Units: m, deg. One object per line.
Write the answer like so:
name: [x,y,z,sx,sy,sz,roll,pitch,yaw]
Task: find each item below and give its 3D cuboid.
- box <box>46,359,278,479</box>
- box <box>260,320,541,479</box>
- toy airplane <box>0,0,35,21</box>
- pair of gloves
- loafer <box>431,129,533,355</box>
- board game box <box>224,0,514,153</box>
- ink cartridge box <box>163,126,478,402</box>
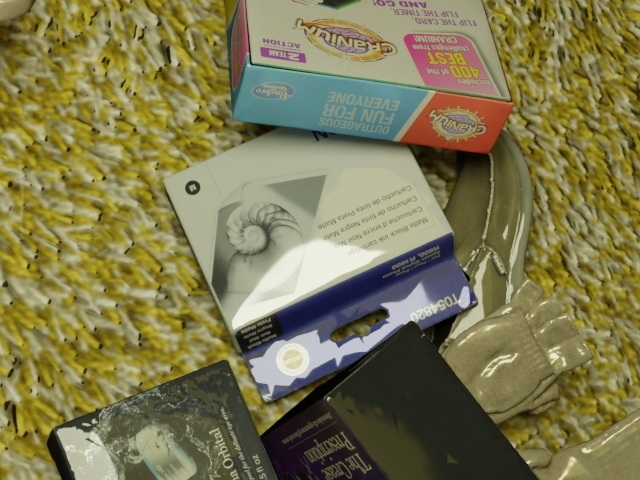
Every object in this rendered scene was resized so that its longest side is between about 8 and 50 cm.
box: [-0.125,0.204,1.044,0.158,0.093,0.156,-20,79,-20]
box: [0.056,0.192,1.009,0.103,0.261,0.184,-40,86,-24]
toy airplane: [-0.418,-0.342,1.073,0.384,0.272,0.386,20,31,-21]
pair of gloves: [0.189,0.178,1.134,0.204,0.042,0.240,-41,100,-1]
loafer: [0.144,0.007,1.187,0.087,0.094,0.251,7,72,-17]
board game box: [0.031,-0.225,1.177,0.242,0.064,0.316,7,46,-14]
ink cartridge box: [0.000,0.000,1.135,0.223,0.045,0.224,-25,77,-6]
